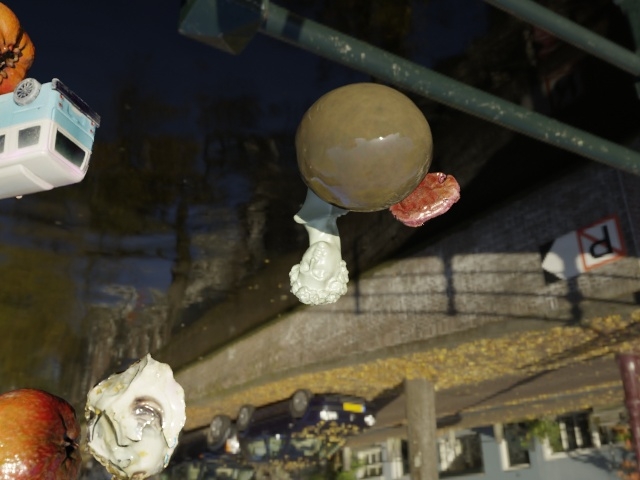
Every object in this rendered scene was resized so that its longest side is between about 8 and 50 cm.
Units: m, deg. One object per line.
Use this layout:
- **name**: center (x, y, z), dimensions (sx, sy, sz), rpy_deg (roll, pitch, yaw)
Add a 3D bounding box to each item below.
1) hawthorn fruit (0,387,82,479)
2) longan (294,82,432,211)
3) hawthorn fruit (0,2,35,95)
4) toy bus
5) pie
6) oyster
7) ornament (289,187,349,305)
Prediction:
- **hawthorn fruit**: center (-0.709, 0.479, 1.493), dimensions (0.369, 0.284, 0.285), rpy_deg (-10, 153, 18)
- **longan**: center (0.079, -0.154, 1.104), dimensions (0.248, 0.248, 0.248), rpy_deg (-1, 154, 0)
- **hawthorn fruit**: center (-0.720, -0.393, 1.354), dimensions (0.243, 0.207, 0.207), rpy_deg (22, 156, 10)
- **toy bus**: center (-0.239, -0.071, 0.516), dimensions (0.123, 0.075, 0.060), rpy_deg (-9, 155, 16)
- **pie**: center (0.212, -0.085, 1.377), dimensions (0.153, 0.153, 0.038), rpy_deg (-15, 124, 26)
- **oyster**: center (-0.348, 0.339, 1.268), dimensions (0.083, 0.223, 0.214), rpy_deg (-11, 113, 46)
- **ornament**: center (0.006, -0.005, 1.403), dimensions (0.120, 0.285, 0.130), rpy_deg (9, -178, 39)
